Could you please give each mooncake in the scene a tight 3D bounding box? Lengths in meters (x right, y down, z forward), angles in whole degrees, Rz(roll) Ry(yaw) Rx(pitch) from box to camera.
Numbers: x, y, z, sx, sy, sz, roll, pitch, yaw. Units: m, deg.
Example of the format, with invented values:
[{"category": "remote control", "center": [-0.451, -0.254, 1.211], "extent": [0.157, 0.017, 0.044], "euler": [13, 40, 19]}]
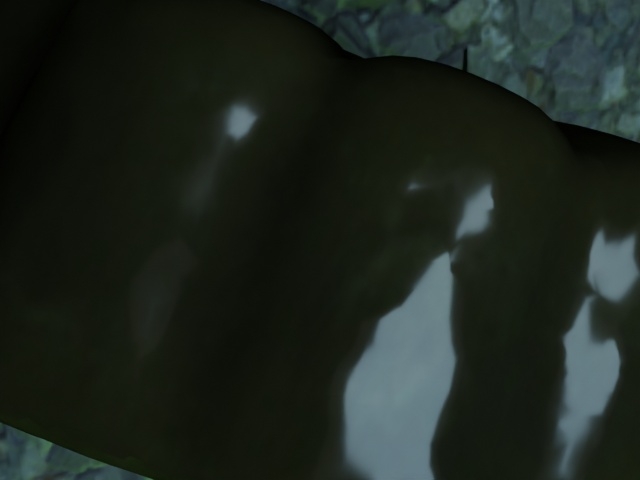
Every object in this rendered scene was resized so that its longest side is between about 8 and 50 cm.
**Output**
[{"category": "mooncake", "center": [0.000, 0.000, 0.820], "extent": [0.378, 0.378, 0.200], "euler": [13, 94, -33]}]
